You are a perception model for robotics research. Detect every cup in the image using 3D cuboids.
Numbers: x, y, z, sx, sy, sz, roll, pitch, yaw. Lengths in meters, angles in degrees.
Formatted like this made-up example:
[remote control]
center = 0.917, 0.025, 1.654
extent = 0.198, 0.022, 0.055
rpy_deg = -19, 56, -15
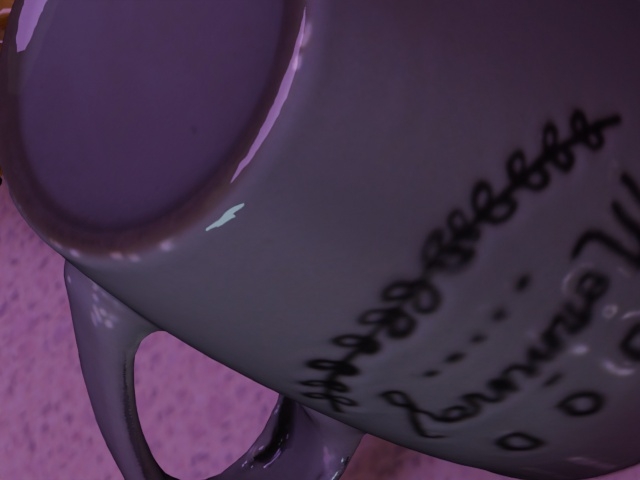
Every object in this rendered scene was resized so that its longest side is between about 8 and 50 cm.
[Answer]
[cup]
center = 0.000, 0.000, 0.655
extent = 0.258, 0.234, 0.186
rpy_deg = -54, 49, 16

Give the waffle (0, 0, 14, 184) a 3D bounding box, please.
[waffle]
center = -0.150, -0.171, 0.837
extent = 0.329, 0.062, 0.329
rpy_deg = 1, 98, 5
